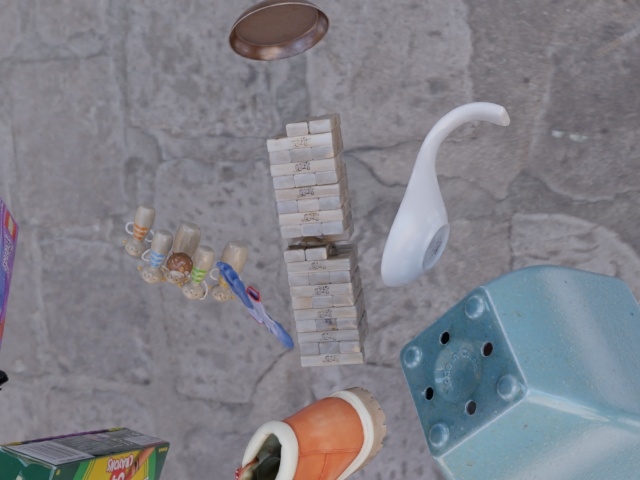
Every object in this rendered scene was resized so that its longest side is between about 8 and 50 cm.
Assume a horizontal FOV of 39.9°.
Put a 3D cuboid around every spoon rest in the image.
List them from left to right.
[{"bbox_3d":[0.151,-0.063,1.176,0.084,0.137,0.276,29,88,25],"label":"spoon rest"}]

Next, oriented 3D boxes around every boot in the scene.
[{"bbox_3d":[-0.029,0.158,0.566,0.059,0.084,0.158,49,129,29],"label":"boot"}]

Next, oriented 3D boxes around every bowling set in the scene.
[{"bbox_3d":[-0.314,0.057,1.890,0.287,0.200,0.154,23,114,1],"label":"bowling set"}]

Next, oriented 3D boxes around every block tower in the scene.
[{"bbox_3d":[0.000,0.000,1.215,0.090,0.097,0.336,-5,102,12],"label":"block tower"}]

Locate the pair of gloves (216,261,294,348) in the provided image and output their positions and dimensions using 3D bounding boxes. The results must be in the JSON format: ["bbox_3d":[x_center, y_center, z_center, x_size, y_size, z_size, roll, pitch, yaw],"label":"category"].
[{"bbox_3d":[-0.120,0.114,1.605,0.198,0.023,0.159,38,162,46],"label":"pair of gloves"}]

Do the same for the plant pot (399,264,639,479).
[{"bbox_3d":[0.238,0.175,1.027,0.247,0.252,0.248,-45,43,31],"label":"plant pot"}]

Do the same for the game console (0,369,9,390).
[{"bbox_3d":[-0.592,0.269,1.344,0.361,0.213,0.044,-29,95,47],"label":"game console"}]

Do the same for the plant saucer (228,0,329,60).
[{"bbox_3d":[-0.069,-0.348,1.435,0.168,0.168,0.029,-23,70,32],"label":"plant saucer"}]

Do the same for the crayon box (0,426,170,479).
[{"bbox_3d":[-0.382,0.455,1.318,0.106,0.363,0.313,14,86,17],"label":"crayon box"}]

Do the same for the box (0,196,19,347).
[{"bbox_3d":[-0.507,0.012,1.247,0.057,0.293,0.201,-14,133,1],"label":"box"}]
